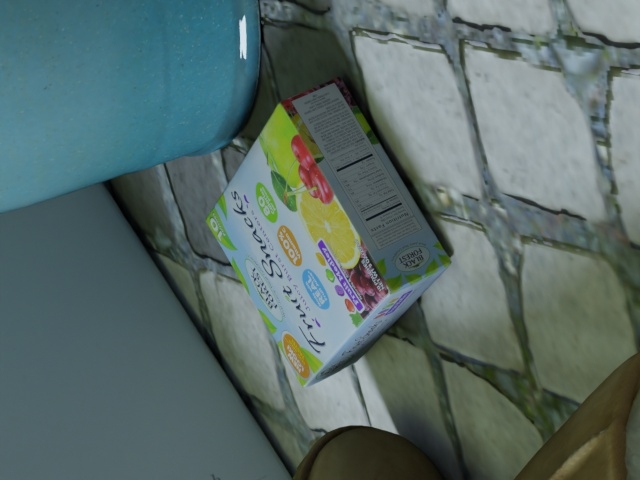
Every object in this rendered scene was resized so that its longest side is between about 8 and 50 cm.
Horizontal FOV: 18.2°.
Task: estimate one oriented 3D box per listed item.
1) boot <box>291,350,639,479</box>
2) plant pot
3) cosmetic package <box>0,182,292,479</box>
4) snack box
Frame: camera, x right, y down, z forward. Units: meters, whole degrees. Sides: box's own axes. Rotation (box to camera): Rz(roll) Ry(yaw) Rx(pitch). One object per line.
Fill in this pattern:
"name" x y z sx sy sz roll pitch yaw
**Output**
"boot" 0.078 0.123 0.822 0.269 0.089 0.236 125 147 -46
"plant pot" -0.208 -0.121 0.965 0.271 0.255 0.271 45 149 36
"cosmetic package" -0.113 0.195 1.185 0.453 0.161 0.230 56 154 19
"snack box" 0.000 0.000 0.926 0.100 0.037 0.141 61 155 11
